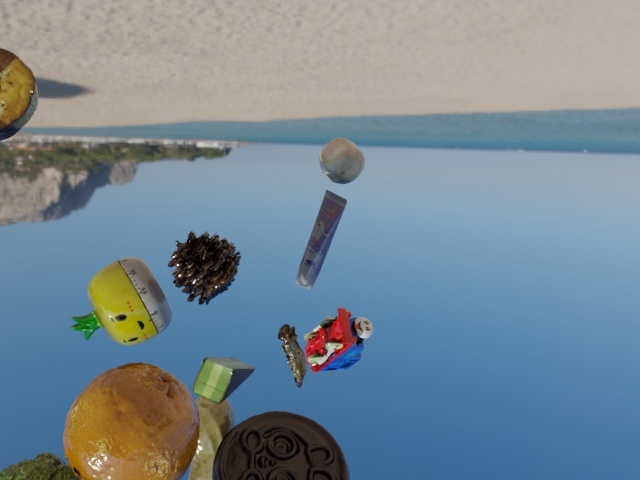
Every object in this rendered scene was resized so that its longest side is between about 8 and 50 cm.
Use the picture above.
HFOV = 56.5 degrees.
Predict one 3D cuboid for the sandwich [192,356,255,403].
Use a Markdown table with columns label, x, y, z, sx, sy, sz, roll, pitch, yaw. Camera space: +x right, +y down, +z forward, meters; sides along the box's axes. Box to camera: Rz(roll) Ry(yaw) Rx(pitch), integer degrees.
| label | x | y | z | sx | sy | sz | roll | pitch | yaw |
| --- | --- | --- | --- | --- | --- | --- | --- | --- | --- |
| sandwich | -0.196 | 0.286 | 1.226 | 0.074 | 0.074 | 0.116 | 18 | 176 | 21 |

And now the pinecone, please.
| label | x | y | z | sx | sy | sz | roll | pitch | yaw |
| --- | --- | --- | --- | --- | --- | --- | --- | --- | --- |
| pinecone | -0.339 | 0.069 | 1.729 | 0.222 | 0.221 | 0.221 | 2 | -171 | 0 |

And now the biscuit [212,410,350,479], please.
| label | x | y | z | sx | sy | sz | roll | pitch | yaw |
| --- | --- | --- | --- | --- | --- | --- | --- | --- | --- |
| biscuit | -0.110 | 0.670 | 1.743 | 0.408 | 0.091 | 0.407 | 9 | -147 | -6 |

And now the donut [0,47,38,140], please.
| label | x | y | z | sx | sy | sz | roll | pitch | yaw |
| --- | --- | --- | --- | --- | --- | --- | --- | --- | --- |
| donut | -0.603 | -0.256 | 1.081 | 0.166 | 0.184 | 0.073 | 36 | 168 | 5 |

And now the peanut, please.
| label | x | y | z | sx | sy | sz | roll | pitch | yaw |
| --- | --- | --- | --- | --- | --- | --- | --- | --- | --- |
| peanut | -0.341 | 0.647 | 1.886 | 0.174 | 0.339 | 0.158 | -7 | 172 | -46 |

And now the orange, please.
| label | x | y | z | sx | sy | sz | roll | pitch | yaw |
| --- | --- | --- | --- | --- | --- | --- | --- | --- | --- |
| orange | -0.467 | 0.471 | 1.516 | 0.341 | 0.293 | 0.340 | 32 | -174 | -4 |

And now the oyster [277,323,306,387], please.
| label | x | y | z | sx | sy | sz | roll | pitch | yaw |
| --- | --- | --- | --- | --- | --- | --- | --- | --- | --- |
| oyster | -0.057 | 0.235 | 1.208 | 0.029 | 0.132 | 0.086 | -12 | 168 | 16 |

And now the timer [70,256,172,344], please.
| label | x | y | z | sx | sy | sz | roll | pitch | yaw |
| --- | --- | --- | --- | --- | --- | --- | --- | --- | --- |
| timer | -0.611 | 0.205 | 1.782 | 0.286 | 0.284 | 0.285 | 2 | -171 | 0 |

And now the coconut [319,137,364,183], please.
| label | x | y | z | sx | sy | sz | roll | pitch | yaw |
| --- | --- | --- | --- | --- | --- | --- | --- | --- | --- |
| coconut | 0.076 | -0.305 | 2.281 | 0.171 | 0.170 | 0.183 | -1 | -155 | -19 |

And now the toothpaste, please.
| label | x | y | z | sx | sy | sz | roll | pitch | yaw |
| --- | --- | --- | --- | --- | --- | --- | --- | --- | --- |
| toothpaste | 0.000 | 0.000 | 2.225 | 0.080 | 0.371 | 0.125 | 10 | -163 | -43 |

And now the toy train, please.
| label | x | y | z | sx | sy | sz | roll | pitch | yaw |
| --- | --- | --- | --- | --- | --- | --- | --- | --- | --- |
| toy train | 0.042 | 0.225 | 1.330 | 0.131 | 0.082 | 0.204 | 4 | 150 | -25 |

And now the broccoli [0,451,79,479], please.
| label | x | y | z | sx | sy | sz | roll | pitch | yaw |
| --- | --- | --- | --- | --- | --- | --- | --- | --- | --- |
| broccoli | -0.653 | 0.648 | 1.452 | 0.302 | 0.254 | 0.186 | 39 | -116 | 18 |
